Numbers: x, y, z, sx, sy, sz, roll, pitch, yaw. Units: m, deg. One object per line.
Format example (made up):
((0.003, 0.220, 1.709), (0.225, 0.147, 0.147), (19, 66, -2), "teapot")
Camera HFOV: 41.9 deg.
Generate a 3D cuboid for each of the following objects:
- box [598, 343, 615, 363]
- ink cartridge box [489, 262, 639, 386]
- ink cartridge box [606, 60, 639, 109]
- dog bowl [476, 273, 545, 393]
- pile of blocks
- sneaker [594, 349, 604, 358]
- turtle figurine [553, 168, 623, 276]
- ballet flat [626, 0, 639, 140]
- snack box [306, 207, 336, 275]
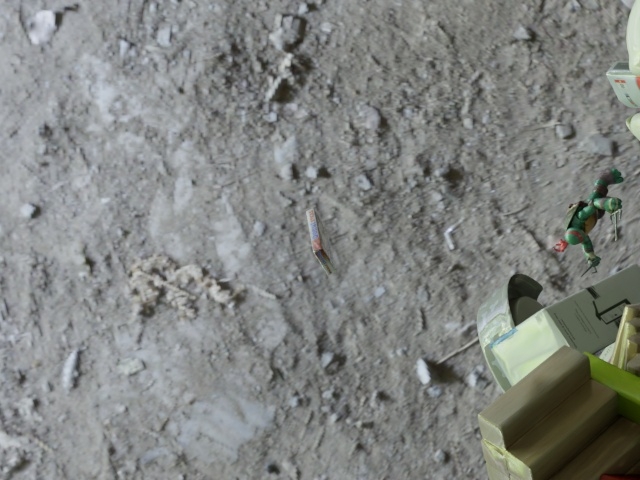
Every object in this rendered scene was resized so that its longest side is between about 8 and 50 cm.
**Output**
((0.513, 0.231, 1.261), (0.127, 0.232, 0.148), (28, 106, -3), "box")
((0.368, 0.126, 1.197), (0.085, 0.203, 0.148), (60, 147, 16), "ink cartridge box")
((0.606, -0.240, 1.487), (0.145, 0.045, 0.179), (18, 150, 54), "ink cartridge box")
((0.473, 0.249, 1.836), (0.102, 0.349, 0.348), (-33, 82, 30), "dog bowl")
((0.272, 0.127, 0.584), (0.113, 0.362, 0.148), (27, 117, 49), "pile of blocks")
((0.715, 0.281, 1.865), (0.282, 0.161, 0.102), (16, 139, -14), "sneaker")
((0.585, -0.044, 1.796), (0.118, 0.234, 0.175), (27, 142, 15), "turtle figurine")
((0.413, -0.189, 0.971), (0.116, 0.124, 0.342), (17, 118, 63), "ballet flat")
((0.000, 0.000, 1.718), (0.022, 0.178, 0.064), (-26, 119, 8), "snack box")
